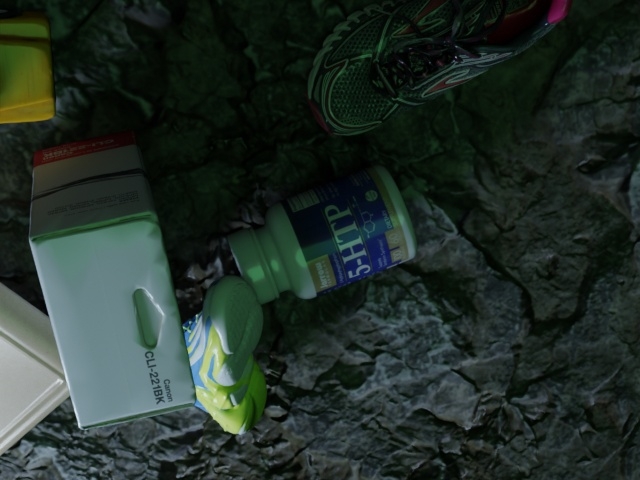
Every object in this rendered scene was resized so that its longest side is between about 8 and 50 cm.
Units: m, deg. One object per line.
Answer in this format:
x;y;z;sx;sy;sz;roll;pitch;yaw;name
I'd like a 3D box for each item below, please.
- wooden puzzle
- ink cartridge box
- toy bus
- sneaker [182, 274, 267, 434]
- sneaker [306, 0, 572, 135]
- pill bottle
-0.394;0.135;1.245;0.239;0.044;0.221;-42;114;17;wooden puzzle
-0.204;0.029;1.142;0.114;0.273;0.196;-13;112;-9;ink cartridge box
-0.420;-0.150;1.100;0.333;0.130;0.108;-4;111;-12;toy bus
-0.130;0.118;1.259;0.126;0.091;0.240;17;137;17;sneaker
0.119;-0.209;1.219;0.299;0.112;0.120;-33;114;1;sneaker
0.000;0.000;1.269;0.187;0.112;0.112;-22;114;-5;pill bottle
